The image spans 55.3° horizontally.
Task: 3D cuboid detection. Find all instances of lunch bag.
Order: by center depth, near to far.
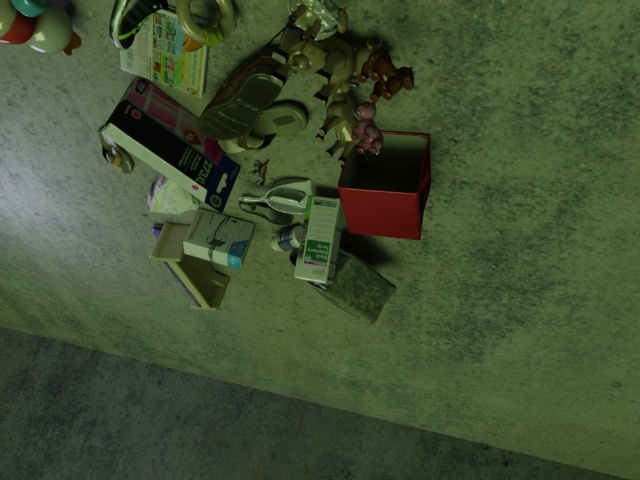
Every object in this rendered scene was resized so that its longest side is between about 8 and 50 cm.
[{"bbox_3d":[0.056,0.111,1.919,0.235,0.168,0.287,38,173,-36],"label":"lunch bag"}]

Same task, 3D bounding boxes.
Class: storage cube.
[{"bbox_3d":[0.162,-0.134,1.490,0.215,0.183,0.193,6,148,16],"label":"storage cube"}]

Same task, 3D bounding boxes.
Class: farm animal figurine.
[{"bbox_3d":[0.043,-0.342,1.260,0.327,0.172,0.330,36,153,-7],"label":"farm animal figurine"}]

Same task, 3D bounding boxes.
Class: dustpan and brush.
[{"bbox_3d":[-0.128,-0.124,1.753,0.211,0.060,0.147,10,147,11],"label":"dustpan and brush"}]

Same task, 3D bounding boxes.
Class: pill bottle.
[{"bbox_3d":[-0.100,-0.003,1.921,0.120,0.067,0.067,-17,135,41],"label":"pill bottle"}]

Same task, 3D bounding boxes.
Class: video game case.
[{"bbox_3d":[-0.360,-0.445,1.402,0.207,0.026,0.227,19,147,-4],"label":"video game case"}]

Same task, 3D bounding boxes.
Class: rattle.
[{"bbox_3d":[-0.268,-0.495,1.242,0.199,0.130,0.143,54,171,-29],"label":"rattle"}]

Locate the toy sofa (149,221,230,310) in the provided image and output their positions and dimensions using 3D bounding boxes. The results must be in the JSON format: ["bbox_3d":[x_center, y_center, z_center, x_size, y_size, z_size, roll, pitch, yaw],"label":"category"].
[{"bbox_3d":[-0.481,0.099,2.178,0.177,0.150,0.362,3,146,19],"label":"toy sofa"}]

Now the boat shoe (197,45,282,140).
[{"bbox_3d":[-0.178,-0.335,1.419,0.111,0.104,0.307,28,146,-33],"label":"boat shoe"}]

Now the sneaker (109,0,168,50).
[{"bbox_3d":[-0.367,-0.482,1.259,0.097,0.084,0.234,22,134,-11],"label":"sneaker"}]

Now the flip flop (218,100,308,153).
[{"bbox_3d":[-0.153,-0.269,1.523,0.277,0.080,0.112,-8,141,33],"label":"flip flop"}]

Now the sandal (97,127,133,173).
[{"bbox_3d":[-0.608,-0.254,1.787,0.072,0.049,0.180,9,147,13],"label":"sandal"}]

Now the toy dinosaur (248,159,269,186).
[{"bbox_3d":[-0.164,-0.181,1.706,0.090,0.047,0.082,-12,157,22],"label":"toy dinosaur"}]

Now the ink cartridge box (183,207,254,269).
[{"bbox_3d":[-0.323,-0.006,1.950,0.191,0.139,0.082,16,149,1],"label":"ink cartridge box"}]

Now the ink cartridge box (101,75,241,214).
[{"bbox_3d":[-0.359,-0.241,1.573,0.371,0.175,0.069,38,142,-30],"label":"ink cartridge box"}]

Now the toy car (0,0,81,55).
[{"bbox_3d":[-0.631,-0.502,1.340,0.219,0.210,0.238,-18,164,24],"label":"toy car"}]

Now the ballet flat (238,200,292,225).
[{"bbox_3d":[-0.163,-0.093,1.848,0.173,0.049,0.057,21,115,-14],"label":"ballet flat"}]

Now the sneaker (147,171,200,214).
[{"bbox_3d":[-0.415,-0.164,1.808,0.152,0.114,0.305,13,155,-21],"label":"sneaker"}]

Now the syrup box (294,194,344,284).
[{"bbox_3d":[0.000,0.000,1.709,0.093,0.236,0.096,9,175,13],"label":"syrup box"}]
